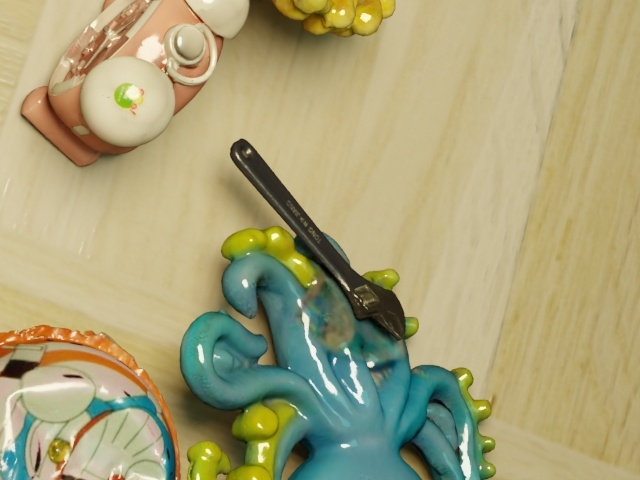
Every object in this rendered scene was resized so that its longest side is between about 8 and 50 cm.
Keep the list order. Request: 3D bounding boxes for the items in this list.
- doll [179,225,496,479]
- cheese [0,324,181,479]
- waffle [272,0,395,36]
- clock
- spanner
[{"bbox_3d":[0.008,0.157,1.275,0.346,0.099,0.341,13,63,-45],"label":"doll"},{"bbox_3d":[-0.230,0.138,1.132,0.329,0.129,0.217,37,66,-19],"label":"cheese"},{"bbox_3d":[-0.037,-0.280,1.260,0.283,0.065,0.309,57,21,-5],"label":"waffle"},{"bbox_3d":[-0.128,-0.129,1.207,0.093,0.162,0.166,44,66,-19],"label":"clock"},{"bbox_3d":[0.000,0.000,1.271,0.208,0.012,0.046,49,38,-13],"label":"spanner"}]
